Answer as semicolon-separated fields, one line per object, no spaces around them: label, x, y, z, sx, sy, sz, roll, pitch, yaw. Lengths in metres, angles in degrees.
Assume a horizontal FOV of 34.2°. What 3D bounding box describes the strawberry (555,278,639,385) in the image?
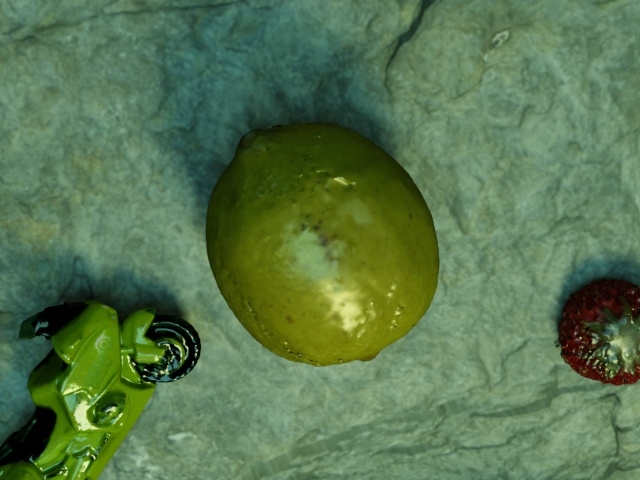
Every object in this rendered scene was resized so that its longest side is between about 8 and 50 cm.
strawberry;0.373;0.121;1.326;0.145;0.086;0.145;-1;106;-5

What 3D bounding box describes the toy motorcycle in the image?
toy motorcycle;-0.314;0.205;1.287;0.206;0.142;0.342;35;100;-11

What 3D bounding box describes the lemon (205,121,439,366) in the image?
lemon;0.000;0.000;1.181;0.258;0.258;0.310;-30;112;6
